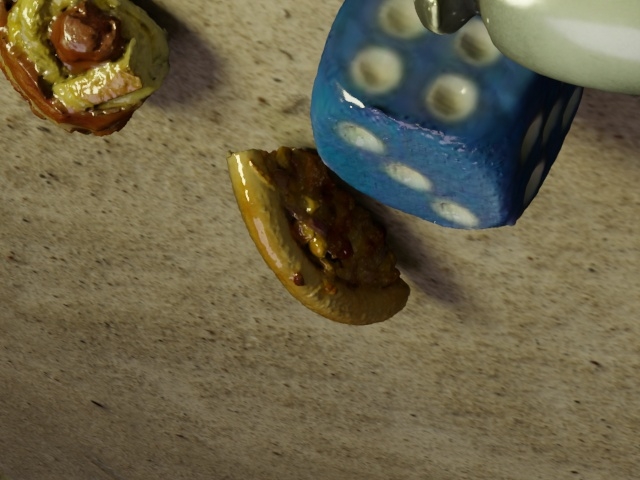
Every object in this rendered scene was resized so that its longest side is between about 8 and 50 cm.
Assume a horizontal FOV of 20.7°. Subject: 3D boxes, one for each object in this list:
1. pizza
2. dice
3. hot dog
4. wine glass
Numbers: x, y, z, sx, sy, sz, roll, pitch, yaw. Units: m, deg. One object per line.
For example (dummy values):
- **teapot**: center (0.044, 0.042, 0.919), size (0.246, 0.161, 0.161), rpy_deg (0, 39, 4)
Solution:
- **pizza**: center (0.003, -0.001, 1.482), size (0.058, 0.127, 0.246), rpy_deg (-14, 129, 29)
- **dice**: center (0.082, -0.100, 1.111), size (0.146, 0.143, 0.146), rpy_deg (21, 161, 16)
- **hot dog**: center (-0.201, -0.141, 1.415), size (0.146, 0.103, 0.213), rpy_deg (30, 160, -5)
- **wine glass**: center (0.157, -0.139, 0.970), size (0.204, 0.111, 0.111), rpy_deg (19, 157, 23)
